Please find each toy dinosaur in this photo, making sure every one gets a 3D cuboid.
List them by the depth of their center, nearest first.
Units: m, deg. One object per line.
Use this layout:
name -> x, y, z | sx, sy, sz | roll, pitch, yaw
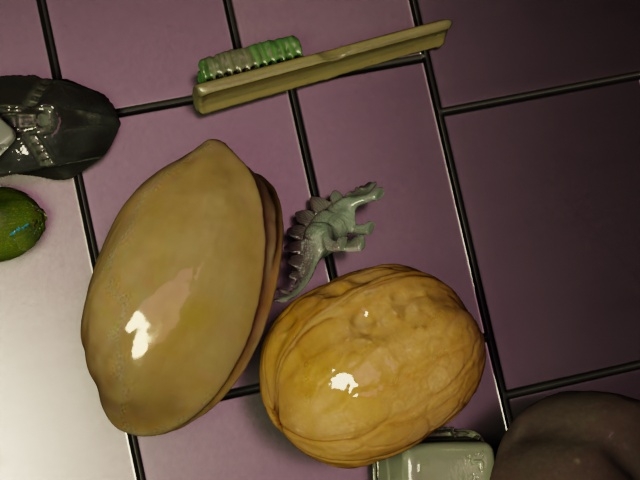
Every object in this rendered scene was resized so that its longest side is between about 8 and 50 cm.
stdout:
toy dinosaur -> 0.000, 0.002, 1.578 | 0.209, 0.082, 0.039 | -54, 137, -41

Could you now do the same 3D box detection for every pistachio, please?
pistachio -> -0.136, 0.049, 1.504 | 0.182, 0.162, 0.293 | 14, 69, 24

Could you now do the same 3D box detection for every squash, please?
squash -> -0.432, -0.014, 1.506 | 0.332, 0.087, 0.087 | 1, 83, -11

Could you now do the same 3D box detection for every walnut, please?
walnut -> 0.050, 0.120, 1.524 | 0.226, 0.193, 0.193 | -26, 88, -8

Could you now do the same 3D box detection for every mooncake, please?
mooncake -> 0.286, 0.267, 1.550 | 0.245, 0.133, 0.245 | 7, 79, -42

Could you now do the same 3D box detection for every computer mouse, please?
computer mouse -> -0.295, -0.114, 1.553 | 0.192, 0.062, 0.105 | -3, 83, -12

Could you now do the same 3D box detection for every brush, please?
brush -> 0.000, -0.193, 1.624 | 0.282, 0.054, 0.048 | -15, 73, -12

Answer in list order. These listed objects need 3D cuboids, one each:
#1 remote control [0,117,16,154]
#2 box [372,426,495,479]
remote control -> -0.375, -0.143, 1.527 | 0.184, 0.027, 0.050 | 41, 84, 19
box -> 0.121, 0.274, 1.566 | 0.124, 0.093, 0.172 | -1, 83, -12
